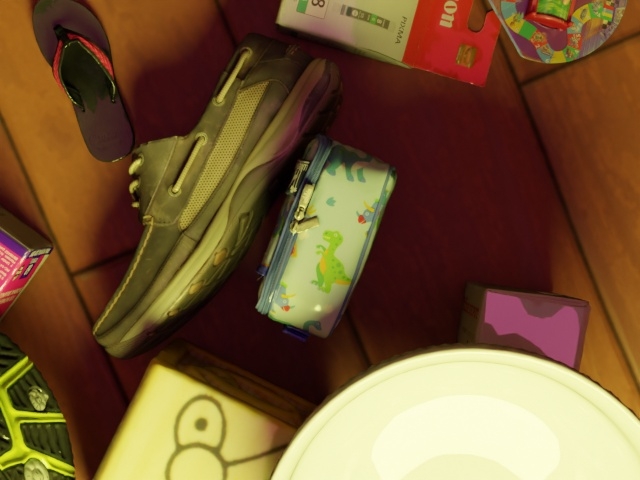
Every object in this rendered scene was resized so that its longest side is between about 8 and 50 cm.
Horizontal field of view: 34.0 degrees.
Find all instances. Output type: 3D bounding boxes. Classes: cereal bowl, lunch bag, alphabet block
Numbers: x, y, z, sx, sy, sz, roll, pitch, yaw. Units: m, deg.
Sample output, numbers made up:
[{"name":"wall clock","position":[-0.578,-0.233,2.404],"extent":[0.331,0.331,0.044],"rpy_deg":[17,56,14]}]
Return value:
[{"name":"cereal bowl","position":[0.117,0.246,0.849],"extent":[0.339,0.141,0.339],"rpy_deg":[0,90,3]},{"name":"lunch bag","position":[0.000,0.000,0.974],"extent":[0.090,0.219,0.176],"rpy_deg":[20,91,-1]},{"name":"alphabet block","position":[-0.107,0.227,0.989],"extent":[0.192,0.193,0.197],"rpy_deg":[27,90,-3]}]

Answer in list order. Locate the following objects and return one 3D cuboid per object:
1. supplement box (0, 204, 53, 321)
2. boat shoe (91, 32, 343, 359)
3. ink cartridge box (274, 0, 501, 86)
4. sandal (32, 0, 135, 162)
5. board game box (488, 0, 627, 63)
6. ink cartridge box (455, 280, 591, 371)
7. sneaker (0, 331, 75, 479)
[{"name":"supplement box","position":[-0.377,0.064,1.020],"extent":[0.114,0.111,0.220],"rpy_deg":[37,91,-3]},{"name":"boat shoe","position":[-0.118,-0.048,1.029],"extent":[0.130,0.132,0.355],"rpy_deg":[34,81,8]},{"name":"ink cartridge box","position":[0.085,-0.270,1.054],"extent":[0.225,0.056,0.181],"rpy_deg":[15,91,-1]},{"name":"sandal","position":[-0.236,-0.166,1.055],"extent":[0.067,0.040,0.179],"rpy_deg":[-23,91,-1]},{"name":"board game box","position":[0.237,-0.264,1.058],"extent":[0.133,0.033,0.168],"rpy_deg":[-32,96,-6]},{"name":"ink cartridge box","position":[0.175,0.162,1.004],"extent":[0.100,0.172,0.237],"rpy_deg":[10,90,1]},{"name":"sneaker","position":[-0.366,0.127,0.917],"extent":[0.147,0.145,0.384],"rpy_deg":[-38,92,20]}]
